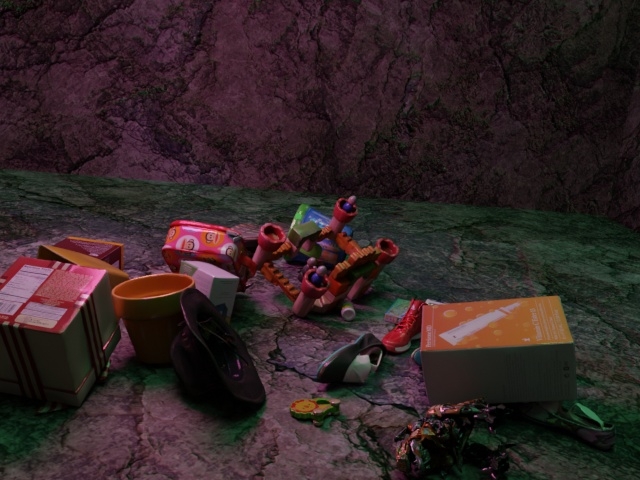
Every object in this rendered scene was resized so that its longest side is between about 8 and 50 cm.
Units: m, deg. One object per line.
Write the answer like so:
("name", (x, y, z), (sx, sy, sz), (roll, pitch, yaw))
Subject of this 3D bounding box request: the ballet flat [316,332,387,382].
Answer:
("ballet flat", (0.098, 0.311, 1.616), (0.096, 0.095, 0.280), (27, 24, 22))

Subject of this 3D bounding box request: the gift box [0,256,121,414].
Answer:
("gift box", (-0.624, 0.222, 1.391), (0.255, 0.258, 0.276), (11, 37, 10))

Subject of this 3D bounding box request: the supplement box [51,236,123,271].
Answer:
("supplement box", (-0.758, 0.085, 1.978), (0.192, 0.129, 0.194), (8, 17, 5))

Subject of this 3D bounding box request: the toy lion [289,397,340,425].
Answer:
("toy lion", (-0.017, 0.386, 1.433), (0.096, 0.034, 0.100), (10, 16, 39))

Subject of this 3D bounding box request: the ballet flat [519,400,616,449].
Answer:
("ballet flat", (0.583, 0.412, 1.465), (0.222, 0.079, 0.077), (18, 22, 35))

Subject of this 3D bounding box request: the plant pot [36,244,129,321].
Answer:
("plant pot", (-0.664, 0.142, 1.735), (0.212, 0.212, 0.187), (19, 9, 36))

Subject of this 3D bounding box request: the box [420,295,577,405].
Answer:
("box", (0.431, 0.270, 1.538), (0.346, 0.168, 0.215), (-6, 24, 13))

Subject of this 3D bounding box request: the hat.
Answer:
("hat", (-0.274, 0.275, 1.469), (0.134, 0.331, 0.331), (-34, 20, 2))

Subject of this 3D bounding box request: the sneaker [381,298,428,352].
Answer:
("sneaker", (0.248, 0.239, 1.826), (0.087, 0.128, 0.221), (16, 19, 28))

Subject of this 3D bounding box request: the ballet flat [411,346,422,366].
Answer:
("ballet flat", (0.303, 0.321, 1.738), (0.168, 0.057, 0.052), (-3, -9, -37))

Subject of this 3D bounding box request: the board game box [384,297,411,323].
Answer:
("board game box", (0.279, 0.235, 2.024), (0.104, 0.026, 0.154), (12, 18, 20))

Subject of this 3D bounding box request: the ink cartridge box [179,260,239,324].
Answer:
("ink cartridge box", (-0.320, 0.176, 1.682), (0.154, 0.212, 0.093), (20, 9, 40))

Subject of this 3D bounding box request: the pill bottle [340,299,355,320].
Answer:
("pill bottle", (0.085, 0.220, 1.977), (0.043, 0.043, 0.083), (4, 17, -5))

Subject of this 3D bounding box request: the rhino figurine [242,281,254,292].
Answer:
("rhino figurine", (-0.338, 0.124, 2.034), (0.243, 0.106, 0.073), (7, 18, 4))

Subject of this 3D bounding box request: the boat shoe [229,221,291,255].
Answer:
("boat shoe", (-0.224, 0.011, 2.413), (0.132, 0.130, 0.355), (23, 18, 36))

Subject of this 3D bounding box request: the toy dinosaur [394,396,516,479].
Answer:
("toy dinosaur", (0.284, 0.398, 1.318), (0.219, 0.164, 0.322), (-1, 31, 37))

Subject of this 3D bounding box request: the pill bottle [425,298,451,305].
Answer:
("pill bottle", (0.395, 0.233, 2.002), (0.120, 0.067, 0.067), (12, 18, 18))

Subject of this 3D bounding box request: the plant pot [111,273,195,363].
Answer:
("plant pot", (-0.414, 0.203, 1.586), (0.205, 0.187, 0.205), (-4, 14, 1))

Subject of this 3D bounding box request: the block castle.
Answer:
("block castle", (0.028, 0.034, 2.047), (0.453, 0.212, 0.303), (-21, 60, -45))

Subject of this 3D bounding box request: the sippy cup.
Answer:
("sippy cup", (0.000, 0.000, 2.397), (0.224, 0.240, 0.305), (19, 51, 8))

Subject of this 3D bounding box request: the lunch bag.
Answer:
("lunch bag", (-0.317, 0.059, 1.854), (0.258, 0.120, 0.293), (9, -27, 4))
